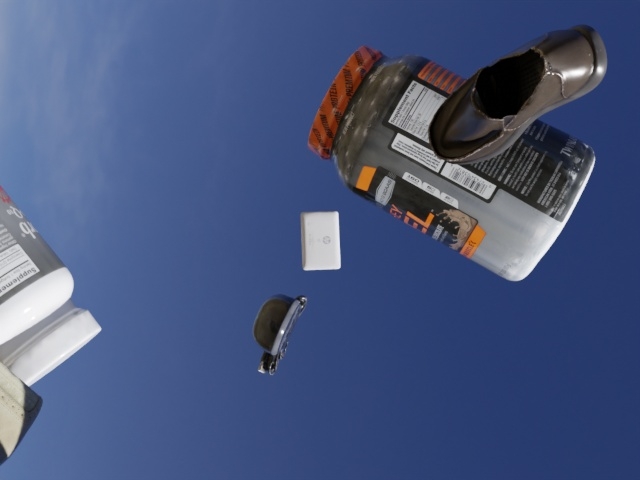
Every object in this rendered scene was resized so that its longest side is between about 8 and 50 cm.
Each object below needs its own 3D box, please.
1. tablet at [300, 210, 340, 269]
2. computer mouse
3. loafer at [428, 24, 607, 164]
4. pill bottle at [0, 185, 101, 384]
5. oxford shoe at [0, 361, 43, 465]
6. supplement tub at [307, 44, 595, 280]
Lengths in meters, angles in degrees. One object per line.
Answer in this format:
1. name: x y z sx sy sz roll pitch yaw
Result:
1. tablet: 0.000 0.000 1.162 0.006 0.054 0.083 102 -15 -84
2. computer mouse: -0.095 0.175 1.657 0.272 0.072 0.188 88 27 -79
3. loafer: 0.165 -0.138 0.777 0.220 0.078 0.080 -37 -114 54
4. pill bottle: -0.544 0.059 1.341 0.363 0.210 0.210 52 -42 -2
5. oxford shoe: -0.407 0.050 0.696 0.140 0.146 0.397 -24 -73 39
6. supplement tub: 0.167 -0.110 1.083 0.207 0.338 0.207 -58 172 -13
